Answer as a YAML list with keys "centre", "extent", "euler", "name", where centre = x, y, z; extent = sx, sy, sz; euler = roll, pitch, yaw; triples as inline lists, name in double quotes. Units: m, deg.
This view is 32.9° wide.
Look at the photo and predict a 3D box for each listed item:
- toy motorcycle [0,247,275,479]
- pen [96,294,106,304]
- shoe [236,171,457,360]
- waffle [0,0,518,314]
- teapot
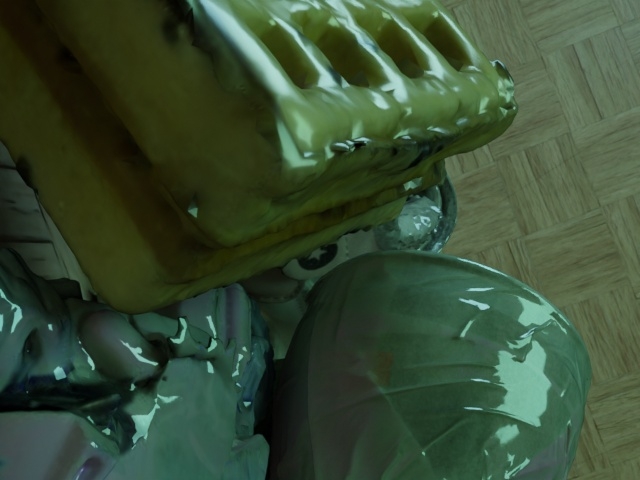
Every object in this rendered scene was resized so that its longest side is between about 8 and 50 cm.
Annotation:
- centre: [-0.089, 0.057, 0.444]
  extent: [0.239, 0.108, 0.204]
  euler: [-92, 158, -60]
  name: "toy motorcycle"
- centre: [-0.092, 0.111, 0.553]
  extent: [0.025, 0.025, 0.204]
  euler: [52, 20, -56]
  name: "pen"
- centre: [0.001, 0.003, 0.753]
  extent: [0.351, 0.198, 0.171]
  euler: [38, 34, -67]
  name: "shoe"
- centre: [-0.083, -0.166, 0.495]
  extent: [0.376, 0.114, 0.261]
  euler: [55, 32, 10]
  name: "waffle"
- centre: [0.021, 0.110, 0.578]
  extent: [0.163, 0.222, 0.178]
  euler: [71, 32, -43]
  name: "teapot"
